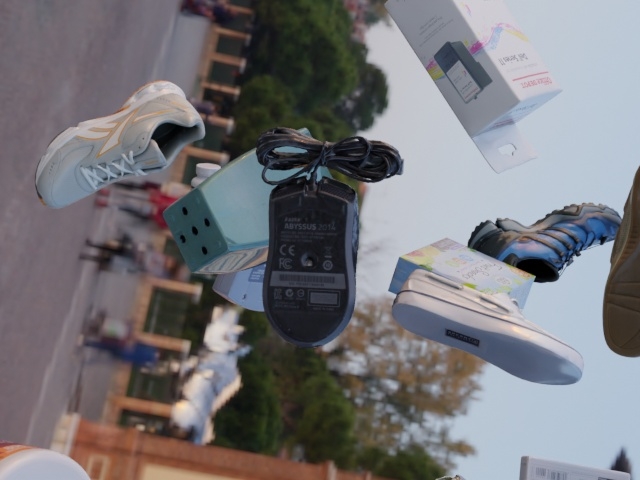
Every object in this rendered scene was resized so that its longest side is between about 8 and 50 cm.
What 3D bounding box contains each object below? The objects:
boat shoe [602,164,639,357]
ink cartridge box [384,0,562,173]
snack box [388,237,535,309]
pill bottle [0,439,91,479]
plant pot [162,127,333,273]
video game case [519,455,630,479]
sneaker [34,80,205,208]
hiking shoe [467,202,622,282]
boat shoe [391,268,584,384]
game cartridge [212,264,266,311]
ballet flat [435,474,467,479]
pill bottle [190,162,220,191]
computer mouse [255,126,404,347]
[{"bbox_3d":[0.549,0.029,1.873,0.110,0.122,0.341,16,88,-81],"label":"boat shoe"},{"bbox_3d":[0.286,-0.303,1.931,0.119,0.353,0.207,-36,172,34],"label":"ink cartridge box"},{"bbox_3d":[0.234,0.070,1.822,0.207,0.175,0.070,-19,129,-60],"label":"snack box"},{"bbox_3d":[-0.531,0.398,1.650,0.392,0.224,0.224,0,-106,40],"label":"pill bottle"},{"bbox_3d":[-0.112,-0.045,1.724,0.166,0.234,0.165,-30,-96,45],"label":"plant pot"},{"bbox_3d":[0.427,0.484,1.897,0.026,0.227,0.206,-19,-120,60],"label":"video game case"},{"bbox_3d":[-0.284,-0.125,1.597,0.121,0.262,0.099,42,-15,40],"label":"sneaker"},{"bbox_3d":[0.422,0.022,2.036,0.113,0.304,0.132,97,-22,-54],"label":"hiking shoe"},{"bbox_3d":[0.225,0.105,1.455,0.095,0.258,0.084,103,13,-56],"label":"boat shoe"},{"bbox_3d":[-0.094,0.042,2.179,0.294,0.060,0.196,10,100,-61],"label":"game cartridge"},{"bbox_3d":[0.178,0.383,1.696,0.041,0.114,0.041,22,-60,46],"label":"ballet flat"},{"bbox_3d":[-0.222,-0.090,2.187,0.065,0.065,0.116,-102,-163,-75],"label":"pill bottle"},{"bbox_3d":[0.000,0.000,1.426,0.072,0.189,0.272,1,96,-83],"label":"computer mouse"}]
